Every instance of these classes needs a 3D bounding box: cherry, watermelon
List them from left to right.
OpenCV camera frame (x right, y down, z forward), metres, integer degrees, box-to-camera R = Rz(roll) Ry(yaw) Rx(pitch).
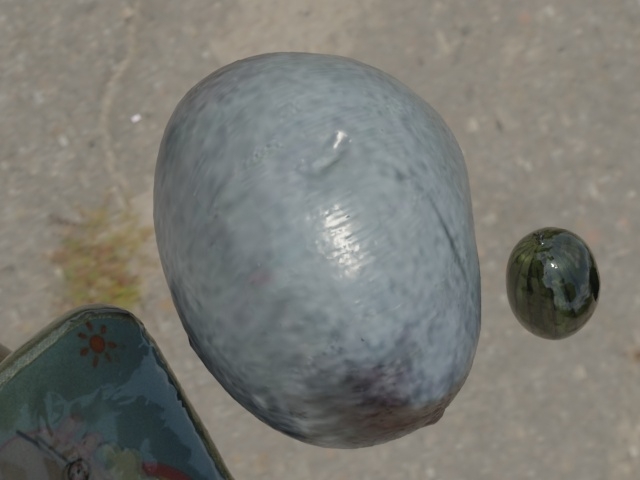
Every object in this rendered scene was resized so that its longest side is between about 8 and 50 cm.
[{"bbox_3d":[0.000,0.000,1.252,0.218,0.255,0.296,-13,51,-11],"label":"cherry"},{"bbox_3d":[0.186,0.033,1.483,0.110,0.078,0.078,73,28,-52],"label":"watermelon"}]

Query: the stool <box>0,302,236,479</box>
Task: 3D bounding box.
[{"bbox_3d":[-0.239,0.231,1.392,0.310,0.226,0.310,-42,118,-33],"label":"stool"}]
